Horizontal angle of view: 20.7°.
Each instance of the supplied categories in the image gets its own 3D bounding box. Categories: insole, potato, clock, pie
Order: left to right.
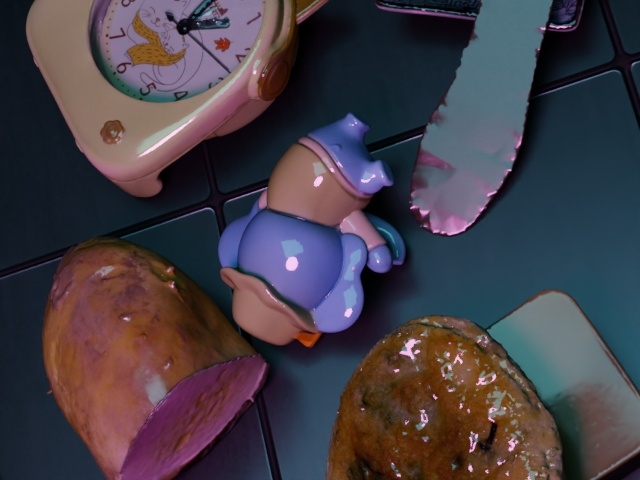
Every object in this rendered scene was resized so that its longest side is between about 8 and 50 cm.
[{"bbox_3d":[-0.213,0.116,1.940,0.229,0.229,0.266,-46,63,-1],"label":"potato"},{"bbox_3d":[-0.158,-0.244,2.087,0.348,0.117,0.286,-31,65,5],"label":"clock"},{"bbox_3d":[0.120,0.245,1.796,0.323,0.070,0.323,-1,88,39],"label":"pie"},{"bbox_3d":[0.185,-0.160,1.954,0.111,0.007,0.328,20,97,14],"label":"insole"}]

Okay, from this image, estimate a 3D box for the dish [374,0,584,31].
[{"bbox_3d":[0.198,-0.326,2.014,0.243,0.080,0.182,9,78,18],"label":"dish"}]

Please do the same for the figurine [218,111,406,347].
[{"bbox_3d":[-0.003,-0.001,1.933,0.180,0.154,0.262,40,102,1],"label":"figurine"}]

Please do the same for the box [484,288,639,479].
[{"bbox_3d":[0.252,0.168,1.826,0.144,0.090,0.201,-35,65,4],"label":"box"}]
